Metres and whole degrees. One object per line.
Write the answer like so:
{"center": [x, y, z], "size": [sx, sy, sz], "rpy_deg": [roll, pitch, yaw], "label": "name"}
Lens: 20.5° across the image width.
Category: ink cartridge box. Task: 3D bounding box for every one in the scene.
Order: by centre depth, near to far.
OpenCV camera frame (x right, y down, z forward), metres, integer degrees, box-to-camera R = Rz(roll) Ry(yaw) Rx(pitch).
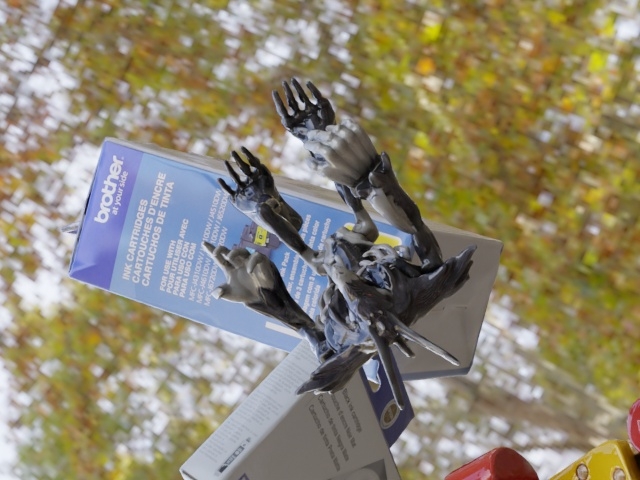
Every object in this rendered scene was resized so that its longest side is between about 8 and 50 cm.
{"center": [0.003, 0.173, 1.441], "size": [0.224, 0.045, 0.223], "rpy_deg": [-47, -36, -20], "label": "ink cartridge box"}
{"center": [-0.055, 0.009, 1.719], "size": [0.270, 0.395, 0.151], "rpy_deg": [7, -79, -66], "label": "ink cartridge box"}

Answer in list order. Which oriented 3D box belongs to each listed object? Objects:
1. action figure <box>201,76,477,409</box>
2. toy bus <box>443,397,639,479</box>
{"center": [0.000, 0.000, 1.247], "size": [0.164, 0.275, 0.141], "rpy_deg": [-45, -54, 9], "label": "action figure"}
{"center": [0.165, 0.136, 0.794], "size": [0.191, 0.104, 0.202], "rpy_deg": [-19, -25, 6], "label": "toy bus"}
